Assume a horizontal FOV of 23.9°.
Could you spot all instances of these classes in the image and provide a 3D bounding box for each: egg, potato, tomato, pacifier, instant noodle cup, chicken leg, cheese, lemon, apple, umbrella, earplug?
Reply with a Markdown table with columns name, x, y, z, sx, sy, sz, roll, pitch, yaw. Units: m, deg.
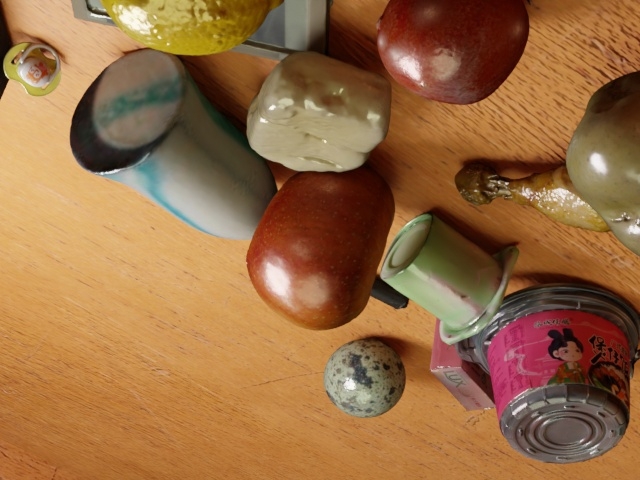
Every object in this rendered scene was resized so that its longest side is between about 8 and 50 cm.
| name | x | y | z | sx | sy | sz | roll | pitch | yaw |
| --- | --- | --- | --- | --- | --- | --- | --- | --- | --- |
| egg | 0.070 | 0.231 | 2.538 | 0.132 | 0.132 | 0.172 | 28 | 164 | -21 |
| potato | 0.435 | -0.067 | 1.685 | 0.326 | 0.221 | 0.243 | 33 | 140 | -8 |
| tomato | 0.145 | -0.220 | 1.637 | 0.167 | 0.167 | 0.167 | 13 | 153 | 7 |
| pacifier | -0.384 | -0.234 | 2.017 | 0.083 | 0.068 | 0.064 | 40 | 178 | -33 |
| instant noodle cup | 0.351 | 0.211 | 2.217 | 0.303 | 0.181 | 0.258 | -10 | 137 | 14 |
| chicken leg | 0.288 | -0.061 | 1.930 | 0.252 | 0.087 | 0.107 | 6 | 141 | 32 |
| cheese | -0.005 | -0.154 | 1.871 | 0.159 | 0.093 | 0.263 | 15 | 165 | -9 |
| lemon | -0.139 | -0.282 | 1.592 | 0.193 | 0.180 | 0.180 | 4 | 150 | 22 |
| apple | 0.000 | 0.000 | 2.026 | 0.173 | 0.235 | 0.210 | 18 | 130 | 3 |
| umbrella | 0.080 | 0.071 | 2.345 | 0.133 | 0.031 | 0.036 | 28 | 177 | -22 |
| earplug | -0.164 | -0.093 | 2.025 | 0.185 | 0.185 | 0.324 | -3 | 151 | 33 |

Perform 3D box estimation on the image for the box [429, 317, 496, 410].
| name | x | y | z | sx | sy | sz | roll | pitch | yaw |
| --- | --- | --- | --- | --- | --- | --- | --- | --- | --- |
| box | 0.233 | 0.189 | 2.392 | 0.060 | 0.111 | 0.156 | -10 | 145 | 28 |

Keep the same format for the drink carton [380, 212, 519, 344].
| name | x | y | z | sx | sy | sz | roll | pitch | yaw |
| --- | --- | --- | --- | --- | --- | --- | --- | --- | --- |
| drink carton | 0.171 | 0.046 | 2.137 | 0.142 | 0.144 | 0.146 | 34 | 148 | -20 |

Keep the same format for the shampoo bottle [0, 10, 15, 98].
| name | x | y | z | sx | sy | sz | roll | pitch | yaw |
| --- | --- | --- | --- | --- | --- | --- | --- | --- | --- |
| shampoo bottle | -0.456 | -0.272 | 1.939 | 0.080 | 0.079 | 0.246 | 13 | 152 | 6 |

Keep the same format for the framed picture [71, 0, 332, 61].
| name | x | y | z | sx | sy | sz | roll | pitch | yaw |
| --- | --- | --- | --- | --- | --- | --- | --- | --- | --- |
| framed picture | -0.143 | -0.354 | 1.673 | 0.326 | 0.028 | 0.446 | 13 | 153 | 6 |
